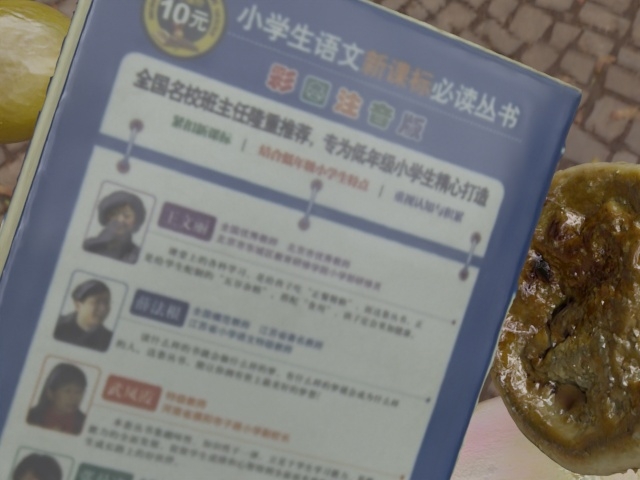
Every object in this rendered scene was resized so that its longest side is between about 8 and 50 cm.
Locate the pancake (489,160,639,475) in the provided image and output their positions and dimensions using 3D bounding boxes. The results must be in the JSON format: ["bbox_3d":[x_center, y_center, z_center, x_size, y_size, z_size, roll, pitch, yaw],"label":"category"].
[{"bbox_3d":[0.296,0.087,1.319,0.065,0.356,0.356,1,71,-34],"label":"pancake"}]

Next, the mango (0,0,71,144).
[{"bbox_3d":[-0.463,-0.227,1.626,0.332,0.142,0.195,-4,84,7],"label":"mango"}]

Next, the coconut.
[{"bbox_3d":[0.321,0.342,1.675,0.309,0.297,0.297,-29,69,40],"label":"coconut"}]

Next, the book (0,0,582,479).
[{"bbox_3d":[-0.042,0.066,0.671,0.300,0.039,0.427,19,91,-22],"label":"book"}]
